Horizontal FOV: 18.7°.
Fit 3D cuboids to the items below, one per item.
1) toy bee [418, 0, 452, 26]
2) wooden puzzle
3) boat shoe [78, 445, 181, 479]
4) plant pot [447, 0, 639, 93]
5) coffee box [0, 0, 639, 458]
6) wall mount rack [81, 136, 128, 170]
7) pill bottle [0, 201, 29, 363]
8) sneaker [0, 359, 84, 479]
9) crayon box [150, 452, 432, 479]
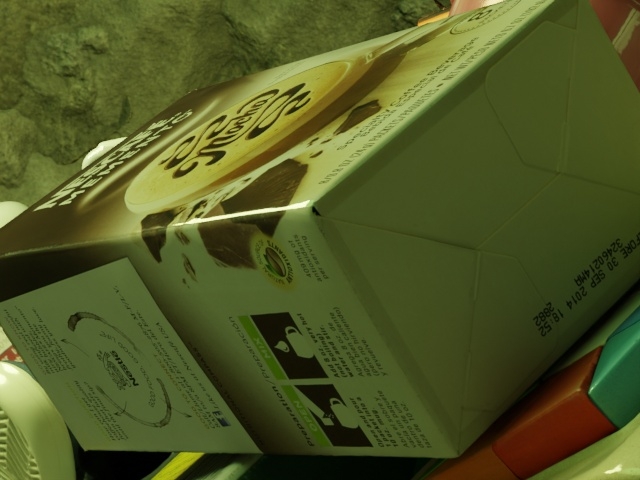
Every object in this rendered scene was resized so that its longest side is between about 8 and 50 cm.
[{"bbox_3d":[0.145,-0.165,1.829,0.195,0.298,0.162,1,-12,19],"label":"toy bee"},{"bbox_3d":[0.125,0.041,0.749,0.221,0.044,0.239,-41,3,-29],"label":"wooden puzzle"},{"bbox_3d":[-0.113,0.161,1.236,0.127,0.113,0.340,-38,3,36],"label":"boat shoe"},{"bbox_3d":[0.146,-0.086,1.193,0.180,0.201,0.201,-58,8,-18],"label":"plant pot"},{"bbox_3d":[-0.008,0.000,0.858,0.168,0.119,0.297,-41,18,-31],"label":"coffee box"},{"bbox_3d":[0.000,0.000,1.380,0.304,0.130,0.350,-4,24,-17],"label":"wall mount rack"},{"bbox_3d":[-0.318,0.105,1.930,0.224,0.392,0.224,-40,2,2],"label":"pill bottle"},{"bbox_3d":[-0.180,0.153,1.412,0.148,0.131,0.350,-37,-16,-22],"label":"sneaker"},{"bbox_3d":[0.028,0.081,0.999,0.318,0.081,0.202,-42,4,-34],"label":"crayon box"}]
